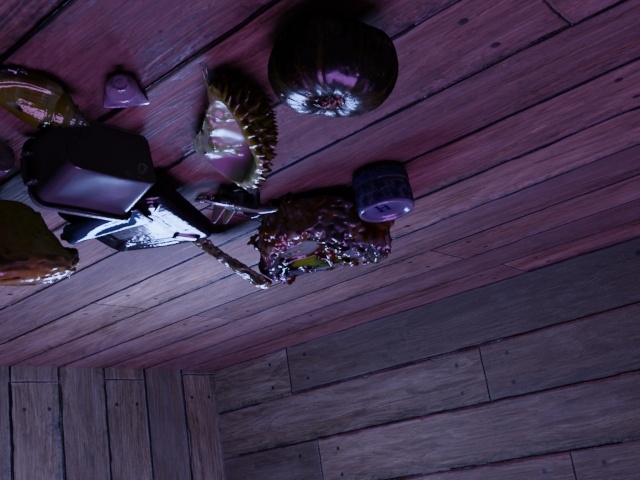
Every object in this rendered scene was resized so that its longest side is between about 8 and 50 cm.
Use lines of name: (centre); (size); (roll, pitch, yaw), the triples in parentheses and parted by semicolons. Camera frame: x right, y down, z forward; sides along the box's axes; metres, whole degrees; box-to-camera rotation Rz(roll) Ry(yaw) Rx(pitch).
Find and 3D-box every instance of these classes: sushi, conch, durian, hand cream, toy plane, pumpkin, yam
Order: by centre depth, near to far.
pumpkin: (0.021, -0.295, 1.295); (0.224, 0.157, 0.223); (7, 169, 1)
conch: (-0.493, -0.245, 1.330); (0.095, 0.079, 0.201); (-38, 143, 21)
hand cream: (-0.356, -0.265, 1.383); (0.084, 0.053, 0.142); (-5, 177, -10)
durian: (-0.169, -0.199, 1.506); (0.169, 0.158, 0.352); (7, 163, -10)
yam: (-0.665, -0.143, 1.535); (0.079, 0.079, 0.141); (6, 155, -39)
hand cream: (-0.502, -0.034, 1.771); (0.224, 0.048, 0.083); (-13, 156, 13)
toy plane: (-0.190, -0.094, 1.884); (0.192, 0.088, 0.262); (5, 172, -44)
sushi: (-0.003, 0.001, 2.146); (0.418, 0.175, 0.417); (-8, 163, -2)

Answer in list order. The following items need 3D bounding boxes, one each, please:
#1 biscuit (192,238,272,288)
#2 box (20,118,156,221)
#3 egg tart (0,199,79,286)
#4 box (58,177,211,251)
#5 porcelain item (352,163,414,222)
biscuit: (-0.253, 0.063, 2.177); (0.273, 0.036, 0.187); (33, 174, 9)
box: (-0.451, -0.146, 1.523); (0.135, 0.163, 0.243); (-34, 150, 34)
egg tart: (-0.738, -0.006, 1.648); (0.443, 0.178, 0.443); (3, -177, 0)
box: (-0.446, -0.052, 1.865); (0.290, 0.073, 0.289); (-8, 156, 16)
porcelain item: (0.158, -0.123, 1.948); (0.147, 0.114, 0.147); (-10, 161, -3)
